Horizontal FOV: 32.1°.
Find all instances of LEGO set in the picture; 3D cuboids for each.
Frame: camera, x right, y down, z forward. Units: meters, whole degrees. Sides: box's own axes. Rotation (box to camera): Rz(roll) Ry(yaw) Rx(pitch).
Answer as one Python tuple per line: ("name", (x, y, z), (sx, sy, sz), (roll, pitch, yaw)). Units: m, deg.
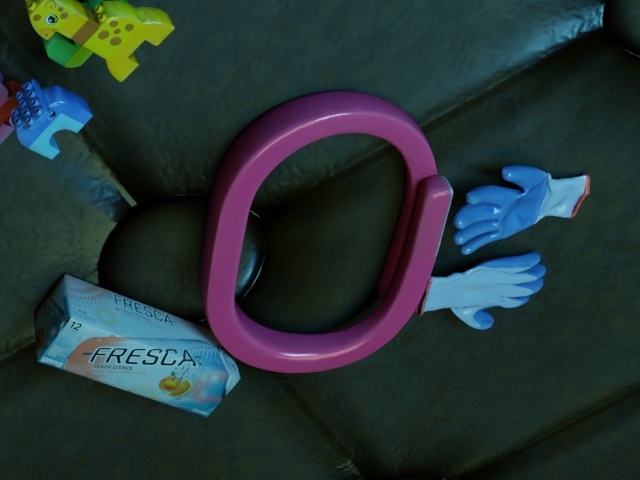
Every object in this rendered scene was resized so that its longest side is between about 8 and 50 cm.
("LEGO set", (-0.184, -0.144, 0.773), (0.227, 0.087, 0.093), (-43, 142, 17))

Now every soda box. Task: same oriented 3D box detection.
("soda box", (-0.165, 0.097, 1.009), (0.183, 0.063, 0.058), (24, 118, -33))

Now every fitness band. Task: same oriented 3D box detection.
("fitness band", (0.000, 0.000, 0.995), (0.209, 0.054, 0.291), (1, 127, -16))

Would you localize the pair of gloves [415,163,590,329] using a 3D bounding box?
("pair of gloves", (0.171, 0.011, 1.054), (0.159, 0.023, 0.198), (-7, 130, -32))
